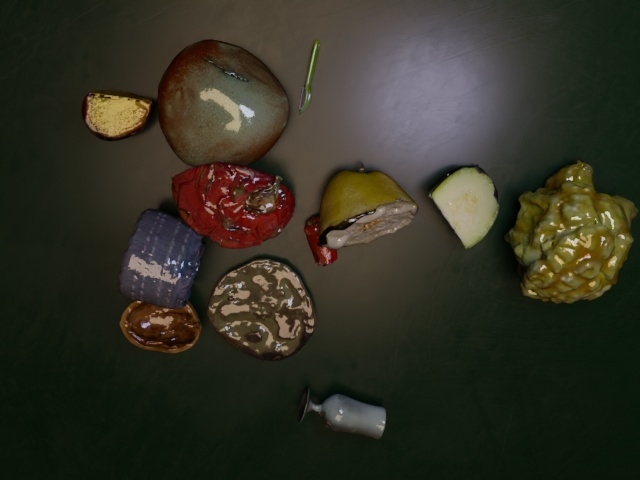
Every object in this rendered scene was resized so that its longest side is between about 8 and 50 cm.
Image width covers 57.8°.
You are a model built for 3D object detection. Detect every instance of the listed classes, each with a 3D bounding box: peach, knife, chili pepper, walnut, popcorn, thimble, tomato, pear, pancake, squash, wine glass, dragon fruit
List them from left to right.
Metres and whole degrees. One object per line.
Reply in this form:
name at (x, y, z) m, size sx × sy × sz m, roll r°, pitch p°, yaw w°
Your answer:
peach at (-0.489, -0.313, 1.407) m, size 0.172 × 0.092 × 0.127 m, roll -21°, pitch 108°, yaw -8°
walnut at (-0.412, 0.205, 1.531) m, size 0.211 × 0.087 × 0.167 m, roll 4°, pitch 110°, yaw 0°
thimble at (-0.382, 0.047, 1.421) m, size 0.172 × 0.236 × 0.205 m, roll 16°, pitch 130°, yaw -10°
tomato at (-0.232, -0.308, 1.334) m, size 0.303 × 0.239 × 0.304 m, roll 0°, pitch 107°, yaw 1°
dragon fruit at (-0.193, -0.073, 1.354) m, size 0.316 × 0.205 × 0.152 m, roll 10°, pitch 69°, yaw -17°
pancake at (-0.149, 0.187, 1.550) m, size 0.294 × 0.049 × 0.295 m, roll 1°, pitch 102°, yaw 3°
knife at (-0.026, -0.399, 1.427) m, size 0.026 × 0.022 × 0.184 m, roll 18°, pitch 105°, yaw 21°
chili pepper at (0.000, 0.000, 1.494) m, size 0.070 × 0.073 × 0.123 m, roll -15°, pitch 108°, yaw 9°
wine glass at (0.060, 0.478, 1.594) m, size 0.231 × 0.103 × 0.103 m, roll 16°, pitch 103°, yaw -9°
pear at (0.091, -0.094, 1.432) m, size 0.267 × 0.267 × 0.178 m, roll -25°, pitch 70°, yaw 5°
squash at (0.363, -0.096, 1.487) m, size 0.184 × 0.085 × 0.192 m, roll -41°, pitch 105°, yaw -21°
popcorn at (0.598, -0.008, 1.404) m, size 0.274 × 0.279 × 0.336 m, roll 19°, pitch 116°, yaw 14°
